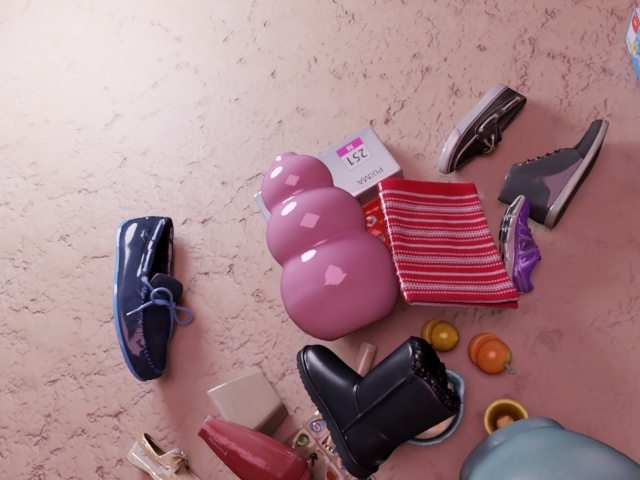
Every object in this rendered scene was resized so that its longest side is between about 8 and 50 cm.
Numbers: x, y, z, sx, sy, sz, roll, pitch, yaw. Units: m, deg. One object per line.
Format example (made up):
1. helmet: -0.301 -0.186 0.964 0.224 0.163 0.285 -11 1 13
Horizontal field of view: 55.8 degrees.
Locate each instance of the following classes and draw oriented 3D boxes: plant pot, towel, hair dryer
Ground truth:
1. plant pot: 0.308 0.370 0.817 0.293 0.293 0.196 -31 37 1
2. towel: 0.209 -0.004 1.023 0.198 0.031 0.275 3 47 -12
3. hair dryer: -0.112 0.404 0.933 0.223 0.080 0.294 -19 93 5
4. plant pot: -0.118 0.289 1.044 0.096 0.109 0.109 -34 64 -12

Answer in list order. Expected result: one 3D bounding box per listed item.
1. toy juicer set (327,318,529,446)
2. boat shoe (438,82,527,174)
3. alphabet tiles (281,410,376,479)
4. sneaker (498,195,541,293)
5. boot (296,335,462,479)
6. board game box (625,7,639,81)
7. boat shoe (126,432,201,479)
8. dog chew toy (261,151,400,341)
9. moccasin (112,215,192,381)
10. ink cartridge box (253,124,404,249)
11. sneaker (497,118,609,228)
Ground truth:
1. toy juicer set: 0.164 0.229 0.994 0.329 0.089 0.209 -5 68 14
2. boat shoe: 0.306 -0.205 1.138 0.070 0.078 0.219 35 79 26
3. alphabet tiles: -0.002 0.438 1.000 0.198 0.009 0.237 -41 65 -4
4. sneaker: 0.348 0.008 1.046 0.071 0.068 0.170 4 91 2
5. boot: 0.086 0.214 0.945 0.207 0.094 0.246 -45 48 18
6. board game box: 0.738 -0.295 1.052 0.308 0.086 0.302 -9 66 12
7. boat shoe: -0.265 0.392 1.060 0.170 0.063 0.059 21 81 23
8. dog chew toy: 0.000 0.000 1.042 0.206 0.206 0.332 -25 80 4
9. moccasin: -0.324 0.092 1.159 0.116 0.138 0.342 -15 66 4
10. ink cartridge box: 0.042 -0.059 1.162 0.275 0.060 0.239 -32 63 1
11. sneaker: 0.417 -0.141 1.079 0.118 0.083 0.222 31 80 24
